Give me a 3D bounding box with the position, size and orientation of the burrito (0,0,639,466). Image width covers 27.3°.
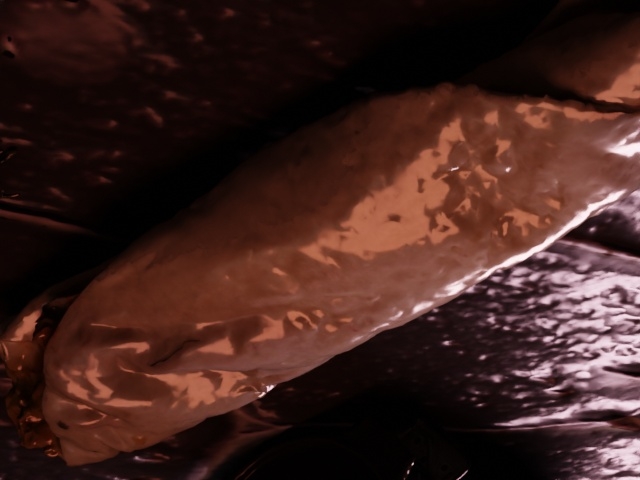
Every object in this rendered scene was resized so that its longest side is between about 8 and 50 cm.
[{"bbox_3d":[0.000,0.000,0.574,0.392,0.076,0.117,-28,136,23],"label":"burrito"}]

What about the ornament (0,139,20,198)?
[{"bbox_3d":[-0.178,-0.014,0.549,0.125,0.028,0.073,-32,141,34],"label":"ornament"}]

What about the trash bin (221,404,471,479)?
[{"bbox_3d":[0.078,0.256,0.858,0.301,0.203,0.252,29,92,-42],"label":"trash bin"}]
